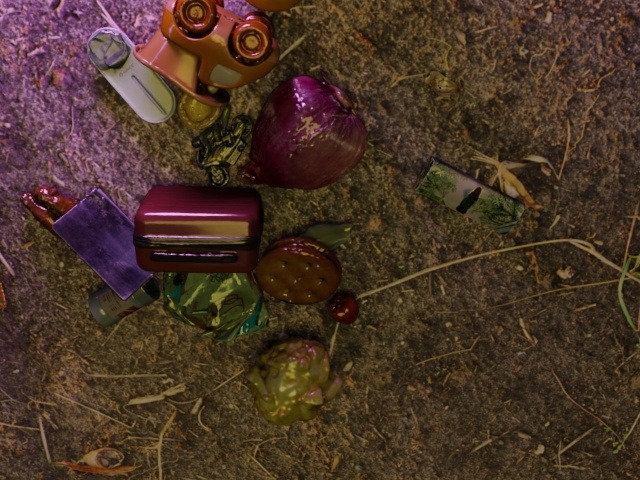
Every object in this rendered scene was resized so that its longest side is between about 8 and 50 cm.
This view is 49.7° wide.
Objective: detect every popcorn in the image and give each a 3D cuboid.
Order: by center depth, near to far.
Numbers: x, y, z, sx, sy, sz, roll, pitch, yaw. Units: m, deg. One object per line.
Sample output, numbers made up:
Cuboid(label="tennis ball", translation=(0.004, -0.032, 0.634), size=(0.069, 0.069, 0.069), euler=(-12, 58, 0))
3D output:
Cuboid(label="popcorn", translation=(-0.080, 0.379, 1.856), size=(0.255, 0.195, 0.256), euler=(28, 90, -19))

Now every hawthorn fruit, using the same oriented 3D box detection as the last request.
Cuboid(label="hawthorn fruit", translation=(0.066, 0.187, 1.847), size=(0.081, 0.081, 0.093), euler=(-30, 140, 9))

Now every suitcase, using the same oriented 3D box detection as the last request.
Cuboid(label="suitcase", translation=(-0.285, -0.028, 1.648), size=(0.297, 0.236, 0.161), euler=(2, 113, -3))

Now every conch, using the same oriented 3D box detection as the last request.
Cuboid(label="conch", translation=(0.000, 0.001, 1.767), size=(0.180, 0.065, 0.088), euler=(-15, 112, 0))

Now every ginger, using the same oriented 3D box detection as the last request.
Cuboid(label="ginger", translation=(-0.654, -0.074, 1.699), size=(0.162, 0.073, 0.103), euler=(42, 104, -16))

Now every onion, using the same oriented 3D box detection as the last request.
Cuboid(label="onion", translation=(-0.055, -0.203, 1.615), size=(0.349, 0.159, 0.267), euler=(-42, 118, 18))

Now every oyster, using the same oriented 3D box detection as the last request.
Cuboid(label="oyster", translation=(0.292, -0.367, 1.647), size=(0.093, 0.034, 0.051), euler=(36, 91, -4))

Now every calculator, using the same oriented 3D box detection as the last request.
Cuboid(label="calculator", translation=(-0.516, 0.009, 1.699), size=(0.261, 0.021, 0.161), euler=(49, 63, -8))

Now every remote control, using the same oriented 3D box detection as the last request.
Cuboid(label="remote control", translation=(-0.432, -0.380, 1.594), size=(0.104, 0.052, 0.247), euler=(-35, 109, 10))

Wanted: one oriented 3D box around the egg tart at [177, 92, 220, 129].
Cuboid(label="egg tart", translation=(-0.285, -0.312, 1.630), size=(0.105, 0.039, 0.105), euler=(1, 98, 5))

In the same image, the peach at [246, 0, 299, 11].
Cuboid(label="peach", translation=(-0.106, -0.589, 1.496), size=(0.179, 0.103, 0.179), euler=(0, 112, 0))

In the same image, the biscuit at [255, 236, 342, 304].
Cuboid(label="biscuit", translation=(-0.053, 0.084, 1.765), size=(0.221, 0.066, 0.220), euler=(5, 133, 6))

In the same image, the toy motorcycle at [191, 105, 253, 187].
Cuboid(label="toy motorcycle", translation=(-0.247, -0.230, 1.661), size=(0.124, 0.061, 0.193), euler=(26, 103, -3))

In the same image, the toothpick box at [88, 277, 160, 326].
Cuboid(label="toothpick box", translation=(-0.505, 0.145, 1.783), size=(0.153, 0.101, 0.101), euler=(-30, 111, 10))

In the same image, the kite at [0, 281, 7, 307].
Cuboid(label="kite", translation=(-0.967, 0.056, 1.770), size=(0.378, 0.013, 0.327), euler=(36, 106, -14))

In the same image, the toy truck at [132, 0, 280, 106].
Cuboid(label="toy truck", translation=(-0.237, -0.426, 1.503), size=(0.288, 0.204, 0.211), euler=(26, 112, -13))

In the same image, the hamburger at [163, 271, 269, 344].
Cuboid(label="hamburger", translation=(-0.280, 0.154, 1.772), size=(0.276, 0.150, 0.260), euler=(-7, 111, 1))

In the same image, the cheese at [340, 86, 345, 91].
Cuboid(label="cheese", translation=(0.001, -0.331, 1.649), size=(0.121, 0.026, 0.067), euler=(-5, 113, -1))

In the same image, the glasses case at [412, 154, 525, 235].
Cuboid(label="glasses case", translation=(0.374, -0.111, 1.740), size=(0.272, 0.062, 0.095), euler=(24, 109, -12))
